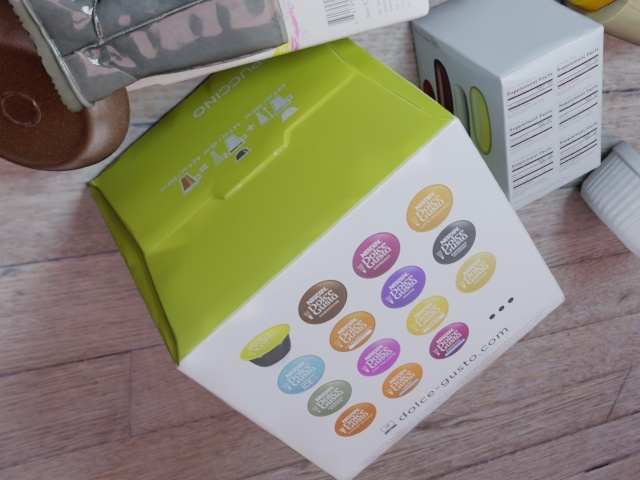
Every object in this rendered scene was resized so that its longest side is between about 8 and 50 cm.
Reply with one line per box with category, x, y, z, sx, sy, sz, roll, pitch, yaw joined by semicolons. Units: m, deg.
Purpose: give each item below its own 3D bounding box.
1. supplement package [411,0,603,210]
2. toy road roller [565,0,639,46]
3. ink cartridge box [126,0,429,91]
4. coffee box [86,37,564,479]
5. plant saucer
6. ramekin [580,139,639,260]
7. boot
supplement package;0.236;-0.188;1.044;0.149;0.194;0.203;-27;133;-12
toy road roller;0.469;-0.426;1.043;0.202;0.241;0.329;7;156;-36
ink cartridge box;-0.089;-0.284;0.785;0.353;0.119;0.207;-14;132;1
coffee box;0.000;0.000;0.940;0.337;0.338;0.334;-41;134;1
plant saucer;-0.286;-0.136;0.797;0.198;0.036;0.199;6;136;6
ramekin;0.515;-0.051;1.323;0.109;0.207;0.207;-43;135;17
boot;-0.150;-0.219;0.701;0.208;0.076;0.190;-20;122;4
